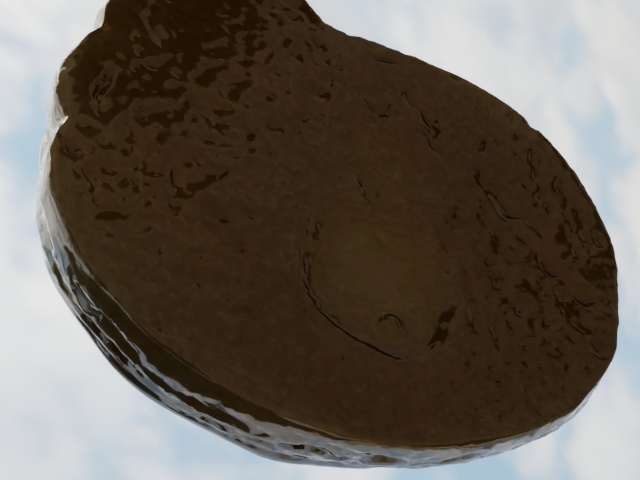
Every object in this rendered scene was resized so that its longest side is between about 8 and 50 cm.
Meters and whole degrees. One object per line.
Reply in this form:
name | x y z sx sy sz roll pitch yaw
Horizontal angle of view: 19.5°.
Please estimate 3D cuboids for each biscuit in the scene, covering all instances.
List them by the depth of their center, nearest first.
biscuit | 0.000 0.000 0.632 0.208 0.049 0.181 25 -131 -7
